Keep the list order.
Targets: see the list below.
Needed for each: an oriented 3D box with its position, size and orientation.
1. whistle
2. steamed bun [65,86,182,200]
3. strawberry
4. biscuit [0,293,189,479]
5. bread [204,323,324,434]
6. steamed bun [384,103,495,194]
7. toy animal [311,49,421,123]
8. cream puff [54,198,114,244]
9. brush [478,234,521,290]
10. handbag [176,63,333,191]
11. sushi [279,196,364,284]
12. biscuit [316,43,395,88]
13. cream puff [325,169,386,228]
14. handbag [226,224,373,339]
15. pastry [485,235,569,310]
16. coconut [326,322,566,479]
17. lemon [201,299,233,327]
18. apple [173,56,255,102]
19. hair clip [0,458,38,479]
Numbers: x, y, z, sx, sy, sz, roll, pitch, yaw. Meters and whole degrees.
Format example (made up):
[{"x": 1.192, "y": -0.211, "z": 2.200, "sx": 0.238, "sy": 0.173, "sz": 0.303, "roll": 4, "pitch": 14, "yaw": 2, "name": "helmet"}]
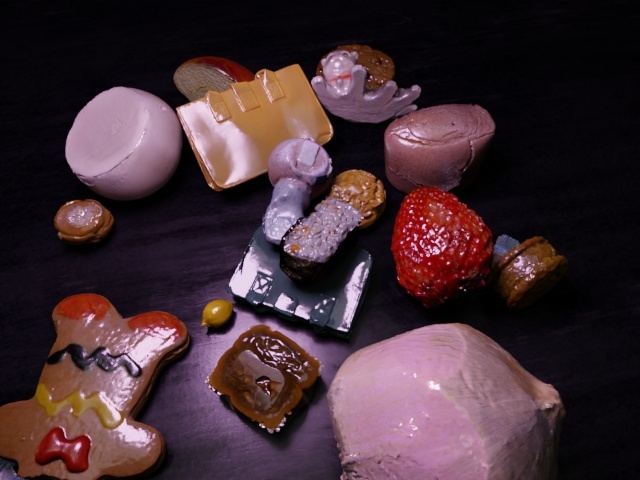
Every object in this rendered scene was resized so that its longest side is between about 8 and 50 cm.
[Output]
[{"x": -0.074, "y": -0.133, "z": 1.175, "sx": 0.189, "sy": 0.189, "sz": 0.347, "roll": 12, "pitch": 66, "yaw": 8, "name": "whistle"}, {"x": -0.542, "y": -0.266, "z": 1.254, "sx": 0.325, "sy": 0.206, "sz": 0.324, "roll": -6, "pitch": 71, "yaw": 18, "name": "steamed bun"}, {"x": 0.282, "y": 0.005, "z": 1.066, "sx": 0.239, "sy": 0.250, "sz": 0.288, "roll": -18, "pitch": 81, "yaw": -7, "name": "strawberry"}, {"x": -0.480, "y": 0.317, "z": 0.956, "sx": 0.369, "sy": 0.076, "sz": 0.393, "roll": 14, "pitch": 56, "yaw": 2, "name": "biscuit"}, {"x": -0.120, "y": 0.300, "z": 0.968, "sx": 0.210, "sy": 0.109, "sz": 0.192, "roll": 31, "pitch": 64, "yaw": 19, "name": "bread"}, {"x": 0.335, "y": -0.236, "z": 1.238, "sx": 0.302, "sy": 0.251, "sz": 0.199, "roll": -13, "pitch": 69, "yaw": -4, "name": "steamed bun"}, {"x": 0.149, "y": -0.499, "z": 1.400, "sx": 0.308, "sy": 0.266, "sz": 0.188, "roll": -16, "pitch": 51, "yaw": 12, "name": "toy animal"}, {"x": -0.640, "y": -0.046, "z": 1.197, "sx": 0.144, "sy": 0.103, "sz": 0.126, "roll": -14, "pitch": 72, "yaw": -8, "name": "cream puff"}, {"x": 0.466, "y": 0.063, "z": 1.164, "sx": 0.070, "sy": 0.021, "sz": 0.196, "roll": 34, "pitch": 64, "yaw": 22, "name": "brush"}, {"x": -0.189, "y": -0.339, "z": 1.303, "sx": 0.401, "sy": 0.133, "sz": 0.282, "roll": -27, "pitch": 98, "yaw": -15, "name": "handbag"}, {"x": 0.000, "y": 0.000, "z": 1.047, "sx": 0.136, "sy": 0.126, "sz": 0.225, "roll": 32, "pitch": 62, "yaw": 23, "name": "sushi"}, {"x": 0.127, "y": -0.606, "z": 1.560, "sx": 0.296, "sy": 0.075, "sz": 0.295, "roll": 0, "pitch": 59, "yaw": -1, "name": "biscuit"}, {"x": 0.094, "y": -0.122, "z": 1.223, "sx": 0.189, "sy": 0.129, "sz": 0.189, "roll": 0, "pitch": 54, "yaw": 1, "name": "cream puff"}, {"x": -0.044, "y": 0.095, "z": 1.112, "sx": 0.327, "sy": 0.089, "sz": 0.238, "roll": 17, "pitch": 61, "yaw": 12, "name": "handbag"}, {"x": 0.498, "y": 0.082, "z": 1.058, "sx": 0.189, "sy": 0.188, "sz": 0.103, "roll": -27, "pitch": 56, "yaw": -16, "name": "pastry"}, {"x": 0.239, "y": 0.335, "z": 0.773, "sx": 0.405, "sy": 0.404, "sz": 0.404, "roll": 0, "pitch": 58, "yaw": 0, "name": "coconut"}, {"x": -0.254, "y": 0.180, "z": 1.073, "sx": 0.092, "sy": 0.065, "sz": 0.065, "roll": -37, "pitch": 64, "yaw": -23, "name": "lemon"}, {"x": -0.306, "y": -0.504, "z": 1.455, "sx": 0.346, "sy": 0.179, "sz": 0.254, "roll": 21, "pitch": 22, "yaw": 12, "name": "apple"}, {"x": -0.642, "y": 0.473, "z": 0.904, "sx": 0.116, "sy": 0.049, "sz": 0.172, "roll": -42, "pitch": 71, "yaw": -18, "name": "hair clip"}]
